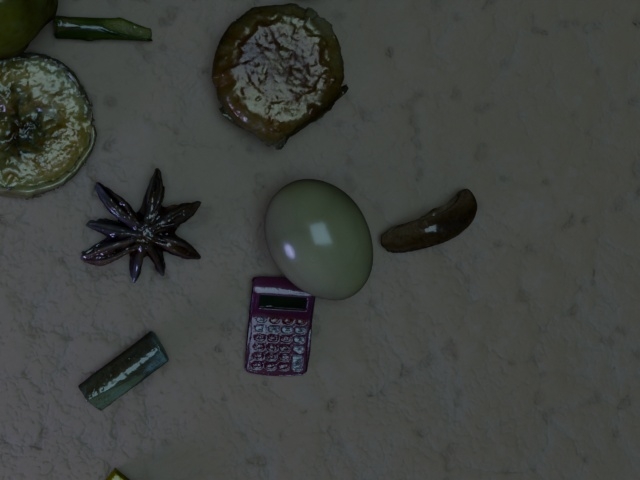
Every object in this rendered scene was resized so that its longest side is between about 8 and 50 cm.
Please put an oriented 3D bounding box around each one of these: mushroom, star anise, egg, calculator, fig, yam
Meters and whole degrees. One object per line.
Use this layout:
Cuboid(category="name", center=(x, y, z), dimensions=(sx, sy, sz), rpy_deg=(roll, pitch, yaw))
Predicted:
Cuboid(category="mushroom", center=(0.223, -0.029, 2.000), dimensions=(0.210, 0.094, 0.072), rpy_deg=(-28, 95, -14))
Cuboid(category="star anise", center=(-0.329, -0.021, 1.878), dimensions=(0.236, 0.093, 0.229), rpy_deg=(-38, 105, -5))
Cuboid(category="egg", center=(0.000, 0.000, 1.899), dimensions=(0.186, 0.186, 0.241), rpy_deg=(-38, 103, -8))
Cuboid(category="calculator", center=(-0.078, 0.164, 1.969), dimensions=(0.127, 0.034, 0.190), rpy_deg=(5, 97, -14))
Cuboid(category="fig", center=(-0.580, -0.422, 1.730), dimensions=(0.271, 0.239, 0.239), rpy_deg=(-4, 94, 9))
Cuboid(category="yam", center=(-0.358, 0.240, 1.890), dimensions=(0.169, 0.068, 0.068), rpy_deg=(-38, 100, -9))

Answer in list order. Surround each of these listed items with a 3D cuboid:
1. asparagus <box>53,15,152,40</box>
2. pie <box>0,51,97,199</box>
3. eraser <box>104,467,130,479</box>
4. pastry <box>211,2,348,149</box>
Cuboid(category="asparagus", center=(-0.393, -0.382, 1.868), dimensions=(0.179, 0.041, 0.045), rpy_deg=(0, 101, -14))
Cuboid(category="pie", center=(-0.537, -0.208, 1.836), dimensions=(0.274, 0.055, 0.274), rpy_deg=(-1, 93, -12))
Cuboid(category="eraser", center=(-0.382, 0.500, 1.908), dimensions=(0.097, 0.045, 0.122), rpy_deg=(43, 83, -10))
Cuboid(category="pastry", center=(-0.081, -0.311, 1.904), dimensions=(0.257, 0.121, 0.235), rpy_deg=(-39, 96, -6))
